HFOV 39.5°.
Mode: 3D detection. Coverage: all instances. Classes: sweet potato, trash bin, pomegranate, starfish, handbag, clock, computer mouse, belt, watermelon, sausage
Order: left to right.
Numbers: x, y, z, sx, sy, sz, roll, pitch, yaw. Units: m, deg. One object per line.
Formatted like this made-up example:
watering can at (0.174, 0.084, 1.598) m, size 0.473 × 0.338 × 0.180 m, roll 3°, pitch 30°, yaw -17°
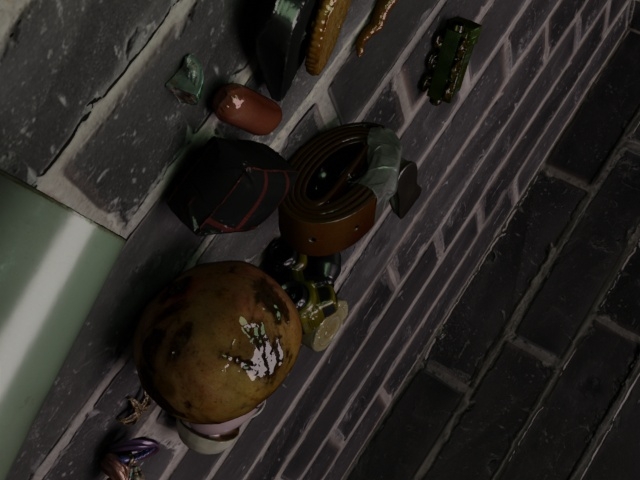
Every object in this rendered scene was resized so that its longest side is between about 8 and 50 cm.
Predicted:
trash bin at (-0.453, 0.128, 1.102) m, size 0.432 × 0.280 × 0.280 m, roll -62°, pitch 158°, yaw -6°
starfish at (-0.374, 0.339, 1.823) m, size 0.091 × 0.028 × 0.078 m, roll -66°, pitch 155°, yaw 1°
watermelon at (-0.221, -0.259, 1.441) m, size 0.061 × 0.085 × 0.085 m, roll -7°, pitch 129°, yaw -27°
pomegranate at (-0.195, 0.186, 1.670) m, size 0.322 × 0.322 × 0.322 m, roll -46°, pitch 153°, yaw -32°
clock at (-0.196, 0.289, 1.969) m, size 0.342 × 0.184 × 0.325 m, roll -44°, pitch 157°, yaw -23°
handbag at (-0.159, -0.094, 1.607) m, size 0.169 × 0.155 × 0.215 m, roll -53°, pitch 162°, yaw 18°
sausage at (-0.130, -0.234, 1.606) m, size 0.077 × 0.077 × 0.194 m, roll -64°, pitch 156°, yaw 6°
computer mouse at (-0.066, -0.375, 1.567) m, size 0.295 × 0.087 × 0.168 m, roll 103°, pitch 10°, yaw -66°
belt at (0.043, -0.120, 1.915) m, size 0.338 × 0.217 × 0.122 m, roll -48°, pitch 155°, yaw -33°
sweet potato at (0.123, -0.471, 1.904) m, size 0.179 × 0.044 × 0.044 m, roll -56°, pitch 158°, yaw 6°

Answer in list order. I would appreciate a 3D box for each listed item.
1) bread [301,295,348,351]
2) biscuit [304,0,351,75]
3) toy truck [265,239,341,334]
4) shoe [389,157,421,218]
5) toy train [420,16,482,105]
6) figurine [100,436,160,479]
bread at (-0.028, 0.184, 2.225) m, size 0.148 × 0.141 × 0.134 m, roll -57°, pitch 153°, yaw -13°
biscuit at (0.022, -0.425, 1.651) m, size 0.254 × 0.035 × 0.253 m, roll 21°, pitch 90°, yaw -88°
toy truck at (-0.022, 0.092, 2.024) m, size 0.165 × 0.224 × 0.147 m, roll -15°, pitch 145°, yaw 1°
shoe at (0.207, -0.149, 2.387) m, size 0.103 × 0.098 × 0.275 m, roll -47°, pitch 156°, yaw -14°
toy train at (0.337, -0.461, 2.303) m, size 0.137 × 0.090 × 0.225 m, roll -34°, pitch 146°, yaw -53°
figurine at (-0.393, 0.474, 1.811) m, size 0.126 × 0.114 × 0.157 m, roll 130°, pitch -31°, yaw -79°
